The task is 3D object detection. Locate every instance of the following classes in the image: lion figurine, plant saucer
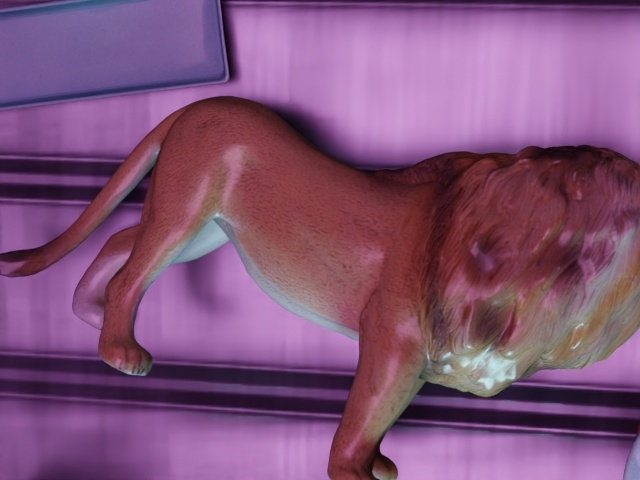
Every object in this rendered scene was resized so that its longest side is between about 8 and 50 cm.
[{"bbox_3d":[0.000,0.000,1.053,0.392,0.142,0.240,25,94,13],"label":"lion figurine"},{"bbox_3d":[-0.152,-0.125,1.134,0.192,0.018,0.067,-6,95,14],"label":"plant saucer"}]

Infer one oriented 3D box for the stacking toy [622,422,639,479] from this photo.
[{"bbox_3d":[0.290,0.236,1.013,0.279,0.130,0.309,11,99,12],"label":"stacking toy"}]
